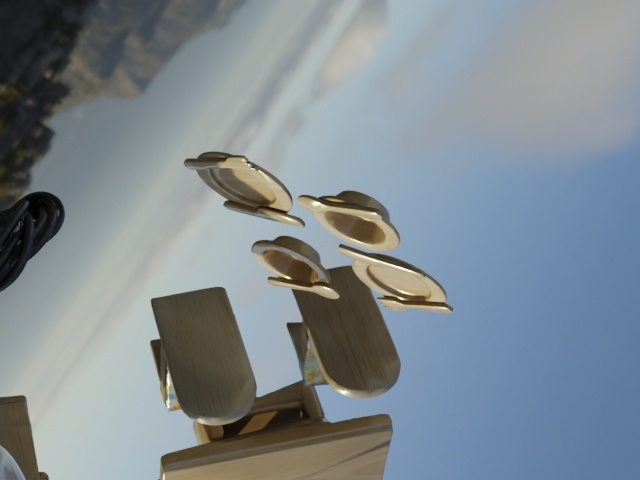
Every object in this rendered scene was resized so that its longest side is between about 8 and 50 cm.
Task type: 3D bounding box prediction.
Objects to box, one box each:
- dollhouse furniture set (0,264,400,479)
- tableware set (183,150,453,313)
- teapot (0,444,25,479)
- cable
[{"bbox_3d":[-0.117,0.261,1.178,0.362,0.394,0.256,98,-22,-45],"label":"dollhouse furniture set"},{"bbox_3d":[0.000,0.000,0.789,0.020,0.141,0.168,-64,146,-22],"label":"tableware set"},{"bbox_3d":[-0.318,0.264,0.932,0.252,0.187,0.256,-20,-159,-27],"label":"teapot"},{"bbox_3d":[-0.262,0.023,0.929,0.184,0.047,0.150,-31,-170,-2],"label":"cable"}]
